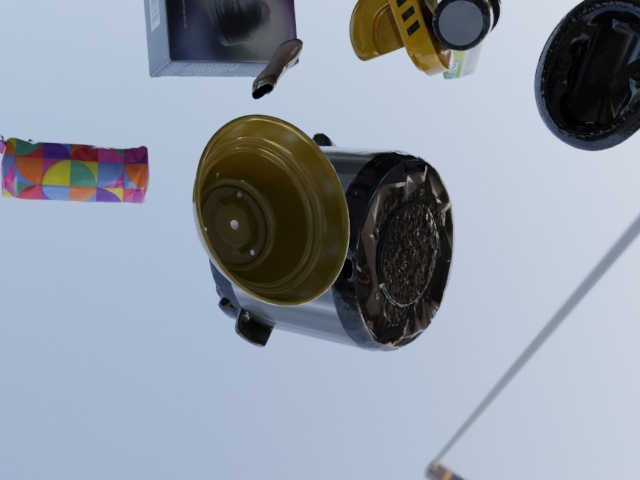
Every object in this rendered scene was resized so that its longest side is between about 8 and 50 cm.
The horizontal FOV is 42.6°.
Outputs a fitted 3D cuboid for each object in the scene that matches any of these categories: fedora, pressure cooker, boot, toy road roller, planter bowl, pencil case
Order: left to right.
[{"bbox_3d":[-0.391,-0.113,1.304,0.236,0.104,0.104,5,-134,-17],"label":"pencil case"},{"bbox_3d":[-0.075,-0.026,0.930,0.217,0.090,0.217,15,-112,-40],"label":"planter bowl"},{"bbox_3d":[-0.079,-0.302,1.472,0.042,0.118,0.087,35,-136,-19],"label":"boot"},{"bbox_3d":[-0.002,-0.004,1.542,0.421,0.375,0.370,7,-156,36],"label":"pressure cooker"},{"bbox_3d":[0.149,-0.438,1.380,0.329,0.241,0.202,67,-156,-13],"label":"toy road roller"},{"bbox_3d":[0.614,-0.347,1.711,0.153,0.334,0.334,1,-133,-44],"label":"fedora"}]

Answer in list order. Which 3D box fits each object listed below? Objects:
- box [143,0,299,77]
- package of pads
[{"bbox_3d":[-0.218,-0.514,1.779,0.294,0.183,0.296,-5,-88,-26],"label":"box"},{"bbox_3d":[0.348,-0.599,2.113,0.101,0.229,0.296,-8,-107,0],"label":"package of pads"}]
